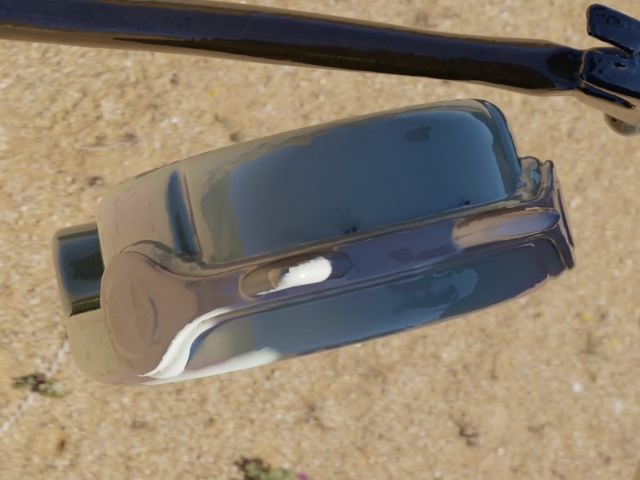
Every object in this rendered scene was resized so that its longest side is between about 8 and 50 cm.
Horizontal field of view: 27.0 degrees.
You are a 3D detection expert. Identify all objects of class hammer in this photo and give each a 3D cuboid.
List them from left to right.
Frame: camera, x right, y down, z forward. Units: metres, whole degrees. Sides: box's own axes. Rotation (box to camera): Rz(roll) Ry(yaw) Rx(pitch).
[{"bbox_3d":[-0.007,-0.115,0.794,0.439,0.168,0.044,7,86,8],"label":"hammer"}]

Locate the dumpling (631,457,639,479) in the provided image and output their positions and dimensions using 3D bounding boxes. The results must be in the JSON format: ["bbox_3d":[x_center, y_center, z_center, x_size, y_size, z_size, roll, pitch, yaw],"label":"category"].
[{"bbox_3d":[0.273,0.095,0.705,0.233,0.395,0.316,-4,71,0],"label":"dumpling"}]

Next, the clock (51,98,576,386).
[{"bbox_3d":[0.000,0.000,0.724,0.265,0.324,0.109,-12,89,-17],"label":"clock"}]
